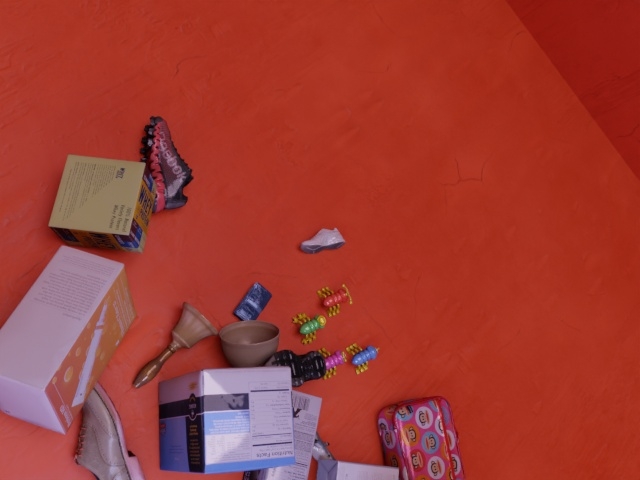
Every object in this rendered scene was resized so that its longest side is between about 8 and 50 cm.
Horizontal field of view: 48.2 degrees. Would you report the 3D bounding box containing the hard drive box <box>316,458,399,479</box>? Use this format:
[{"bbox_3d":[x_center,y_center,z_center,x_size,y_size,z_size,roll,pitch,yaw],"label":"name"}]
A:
[{"bbox_3d":[0.100,0.700,1.948,0.232,0.089,0.181,20,68,-35],"label":"hard drive box"}]

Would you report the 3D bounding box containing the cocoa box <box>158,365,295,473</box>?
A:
[{"bbox_3d":[-0.236,0.437,1.726,0.231,0.347,0.228,3,74,-28],"label":"cocoa box"}]

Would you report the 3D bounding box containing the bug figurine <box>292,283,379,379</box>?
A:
[{"bbox_3d":[0.050,0.276,2.091,0.216,0.072,0.279,-27,89,-32],"label":"bug figurine"}]

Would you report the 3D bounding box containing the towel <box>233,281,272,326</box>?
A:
[{"bbox_3d":[-0.189,0.179,2.017,0.067,0.029,0.119,42,60,-12],"label":"towel"}]

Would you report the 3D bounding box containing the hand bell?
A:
[{"bbox_3d":[-0.391,0.289,1.848,0.126,0.126,0.242,45,71,-9],"label":"hand bell"}]

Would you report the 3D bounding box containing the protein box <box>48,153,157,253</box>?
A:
[{"bbox_3d":[-0.542,-0.090,1.804,0.201,0.136,0.199,6,70,3],"label":"protein box"}]

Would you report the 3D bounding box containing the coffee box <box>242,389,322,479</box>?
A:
[{"bbox_3d":[-0.106,0.550,1.868,0.119,0.168,0.297,20,67,-22],"label":"coffee box"}]

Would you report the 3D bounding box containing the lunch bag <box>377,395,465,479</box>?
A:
[{"bbox_3d":[0.312,0.612,2.109,0.258,0.120,0.293,-5,79,-33],"label":"lunch bag"}]

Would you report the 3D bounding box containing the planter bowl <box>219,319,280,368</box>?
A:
[{"bbox_3d":[-0.188,0.295,1.920,0.162,0.162,0.109,-11,108,-30],"label":"planter bowl"}]

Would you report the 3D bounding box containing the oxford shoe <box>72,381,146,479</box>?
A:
[{"bbox_3d":[-0.531,0.470,1.694,0.130,0.123,0.348,-23,85,-25],"label":"oxford shoe"}]

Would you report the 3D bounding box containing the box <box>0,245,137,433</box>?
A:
[{"bbox_3d":[-0.583,0.220,1.621,0.168,0.215,0.345,16,52,9],"label":"box"}]

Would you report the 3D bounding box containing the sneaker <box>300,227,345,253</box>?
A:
[{"bbox_3d":[0.000,0.000,2.167,0.152,0.053,0.061,-9,64,-33],"label":"sneaker"}]

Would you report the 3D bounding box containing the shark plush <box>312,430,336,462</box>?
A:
[{"bbox_3d":[0.014,0.581,1.992,0.161,0.073,0.067,36,31,-9],"label":"shark plush"}]

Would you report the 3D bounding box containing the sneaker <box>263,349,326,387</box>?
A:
[{"bbox_3d":[-0.084,0.352,1.914,0.267,0.106,0.101,18,55,-59],"label":"sneaker"}]

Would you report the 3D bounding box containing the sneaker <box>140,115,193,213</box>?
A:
[{"bbox_3d":[-0.421,-0.208,1.972,0.135,0.098,0.276,0,77,-28],"label":"sneaker"}]
